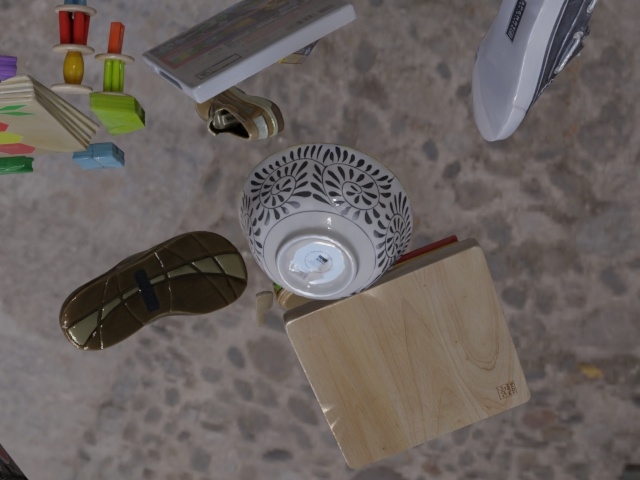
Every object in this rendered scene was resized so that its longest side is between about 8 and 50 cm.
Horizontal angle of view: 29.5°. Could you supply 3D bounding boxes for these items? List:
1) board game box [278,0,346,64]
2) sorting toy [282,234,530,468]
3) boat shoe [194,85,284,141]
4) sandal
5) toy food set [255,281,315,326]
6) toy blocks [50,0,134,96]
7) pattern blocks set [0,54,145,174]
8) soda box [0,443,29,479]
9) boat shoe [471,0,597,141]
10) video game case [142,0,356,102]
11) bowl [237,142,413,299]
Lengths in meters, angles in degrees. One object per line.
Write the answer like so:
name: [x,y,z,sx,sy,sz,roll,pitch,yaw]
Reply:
board game box: [-0.026,-0.358,1.992,0.048,0.170,0.141,39,101,4]
sorting toy: [0.107,0.132,1.551,0.255,0.089,0.257,-22,121,1]
boat shoe: [-0.133,-0.176,1.704,0.190,0.072,0.068,17,132,52]
sandal: [-0.142,0.040,1.016,0.049,0.180,0.072,-2,108,55]
toy food set: [-0.006,0.052,1.662,0.192,0.038,0.132,-19,157,-13]
toy blocks: [-0.288,-0.259,1.553,0.054,0.148,0.123,2,179,37]
pattern blocks set: [-0.314,-0.119,1.181,0.285,0.026,0.325,-2,167,-3]
soda box: [-0.286,0.201,0.833,0.060,0.169,0.053,47,176,16]
boat shoe: [0.251,-0.232,1.361,0.102,0.108,0.301,-7,138,-19]
video game case: [-0.084,-0.228,1.360,0.201,0.183,0.023,-31,120,-13]
bowl: [0.000,0.000,1.133,0.170,0.080,0.170,4,127,5]
